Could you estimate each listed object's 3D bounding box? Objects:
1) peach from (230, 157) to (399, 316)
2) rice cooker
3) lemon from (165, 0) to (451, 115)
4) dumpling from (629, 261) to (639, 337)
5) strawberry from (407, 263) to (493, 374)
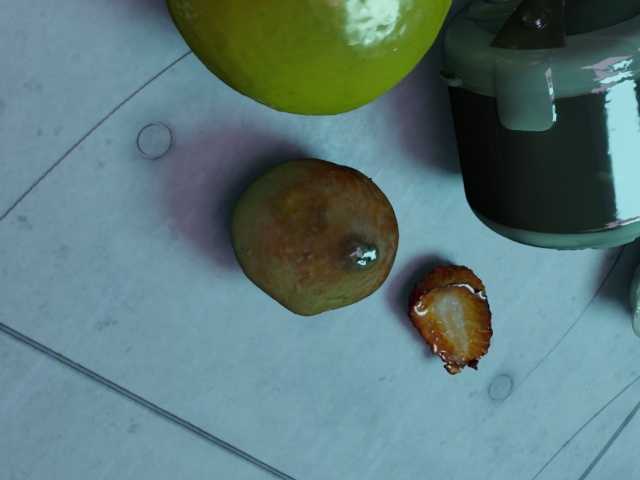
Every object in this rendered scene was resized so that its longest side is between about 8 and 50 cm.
[{"bbox_3d":[0.000,0.000,1.385,0.232,0.232,0.233,-10,116,-23],"label":"peach"},{"bbox_3d":[0.330,-0.189,1.416,0.335,0.335,0.325,-22,119,-17],"label":"rice cooker"},{"bbox_3d":[-0.011,-0.302,1.194,0.347,0.348,0.348,-10,116,-23],"label":"lemon"},{"bbox_3d":[0.588,0.056,1.768,0.175,0.243,0.227,-5,98,17],"label":"dumpling"},{"bbox_3d":[0.191,0.111,1.624,0.121,0.082,0.188,-15,129,2],"label":"strawberry"}]
